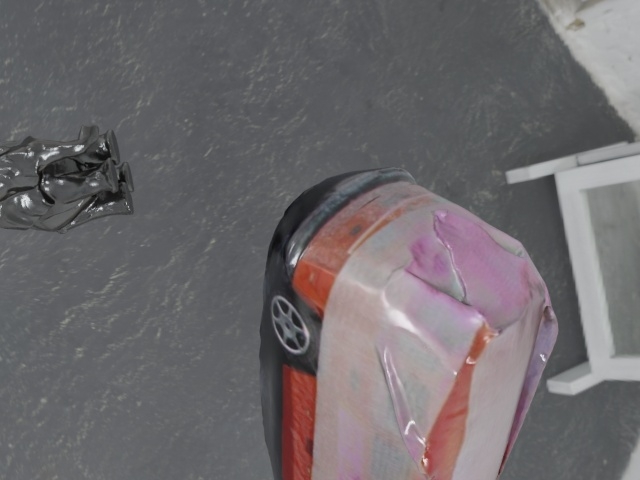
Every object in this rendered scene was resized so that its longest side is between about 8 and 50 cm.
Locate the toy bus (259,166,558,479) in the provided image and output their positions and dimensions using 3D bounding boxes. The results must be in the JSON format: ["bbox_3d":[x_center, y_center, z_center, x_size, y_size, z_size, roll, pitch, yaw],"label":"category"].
[{"bbox_3d":[0.047,0.108,0.441,0.128,0.147,0.302,-30,138,-38],"label":"toy bus"}]

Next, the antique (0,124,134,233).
[{"bbox_3d":[-0.519,-0.114,1.331,0.255,0.322,0.185,-9,74,-8],"label":"antique"}]
